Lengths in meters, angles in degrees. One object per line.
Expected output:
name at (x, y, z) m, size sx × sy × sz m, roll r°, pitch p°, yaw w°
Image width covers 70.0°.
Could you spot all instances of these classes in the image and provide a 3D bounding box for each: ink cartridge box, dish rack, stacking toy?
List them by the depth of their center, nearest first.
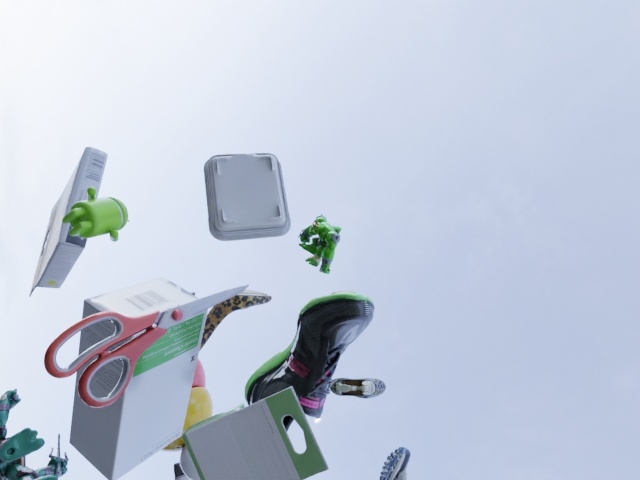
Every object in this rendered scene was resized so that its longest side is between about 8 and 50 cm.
ink cartridge box at (-0.122, 0.395, 0.873) m, size 0.235 × 0.056 × 0.171 m, roll -25°, pitch -95°, yaw 2°
ink cartridge box at (-0.659, -0.040, 1.195) m, size 0.307 × 0.072 × 0.303 m, roll -39°, pitch -134°, yaw 40°
stacking toy at (-0.435, 0.482, 1.318) m, size 0.480 × 0.351 × 0.350 m, roll 48°, pitch -61°, yaw 29°
dish rack at (-0.257, -0.170, 1.605) m, size 0.072 × 0.286 × 0.332 m, roll 118°, pitch -36°, yaw -65°

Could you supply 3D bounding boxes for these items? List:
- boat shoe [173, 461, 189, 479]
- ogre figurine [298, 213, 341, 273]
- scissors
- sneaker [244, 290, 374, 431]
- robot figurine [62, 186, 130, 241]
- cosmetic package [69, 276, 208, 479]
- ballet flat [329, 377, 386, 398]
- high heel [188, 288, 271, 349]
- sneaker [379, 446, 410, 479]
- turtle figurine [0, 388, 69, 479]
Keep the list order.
boat shoe at (-0.405, 0.766, 1.607) m, size 0.080 × 0.229 × 0.075 m, roll -29°, pitch -104°, yaw 58°
ogre figurine at (0.000, 0.000, 1.340) m, size 0.118 × 0.097 × 0.197 m, roll -61°, pitch -166°, yaw 18°
scissors at (-0.217, 0.101, 0.628) m, size 0.021 × 0.297 × 0.108 m, roll -14°, pitch -71°, yaw 45°
sneaker at (-0.012, 0.314, 1.118) m, size 0.482 × 0.186 × 0.202 m, roll -56°, pitch -144°, yaw 26°
robot figurine at (-0.398, -0.042, 0.821) m, size 0.067 × 0.115 × 0.101 m, roll -31°, pitch -91°, yaw 27°
cosmetic package at (-0.384, 0.283, 0.963) m, size 0.155 × 0.197 × 0.365 m, roll 25°, pitch -67°, yaw 25°
ballet flat at (0.074, 0.296, 0.915) m, size 0.115 × 0.041 × 0.041 m, roll 0°, pitch -89°, yaw 3°
high heel at (-0.271, 0.239, 1.336) m, size 0.093 × 0.262 × 0.186 m, roll -167°, pitch -105°, yaw -83°
sneaker at (0.128, 0.418, 0.773) m, size 0.058 × 0.052 × 0.135 m, roll 23°, pitch -93°, yaw -1°
turtle figurine at (-0.505, 0.353, 0.763) m, size 0.234 × 0.118 × 0.175 m, roll -10°, pitch -64°, yaw 50°
